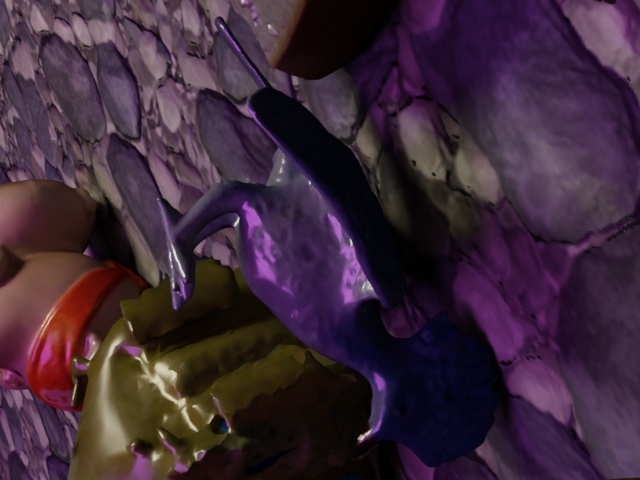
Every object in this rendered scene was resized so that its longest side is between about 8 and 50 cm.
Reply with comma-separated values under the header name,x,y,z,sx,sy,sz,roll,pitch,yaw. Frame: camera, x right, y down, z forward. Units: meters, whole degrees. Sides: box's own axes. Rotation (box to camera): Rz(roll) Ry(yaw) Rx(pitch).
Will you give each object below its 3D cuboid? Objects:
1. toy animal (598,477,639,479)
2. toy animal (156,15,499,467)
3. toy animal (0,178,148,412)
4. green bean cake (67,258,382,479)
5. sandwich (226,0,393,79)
name,x,y,z,sx,sy,sz,roll,pitch,yaw
toy animal,0.157,0.147,0.553,0.188,0.179,0.089,20,133,25
toy animal,0.000,0.000,0.813,0.239,0.176,0.255,144,122,-82
toy animal,-0.229,0.050,1.247,0.198,0.171,0.171,63,154,21
green bean cake,-0.047,0.198,0.943,0.285,0.202,0.310,39,141,43
sandwich,-0.003,-0.159,0.726,0.094,0.096,0.258,57,154,13
